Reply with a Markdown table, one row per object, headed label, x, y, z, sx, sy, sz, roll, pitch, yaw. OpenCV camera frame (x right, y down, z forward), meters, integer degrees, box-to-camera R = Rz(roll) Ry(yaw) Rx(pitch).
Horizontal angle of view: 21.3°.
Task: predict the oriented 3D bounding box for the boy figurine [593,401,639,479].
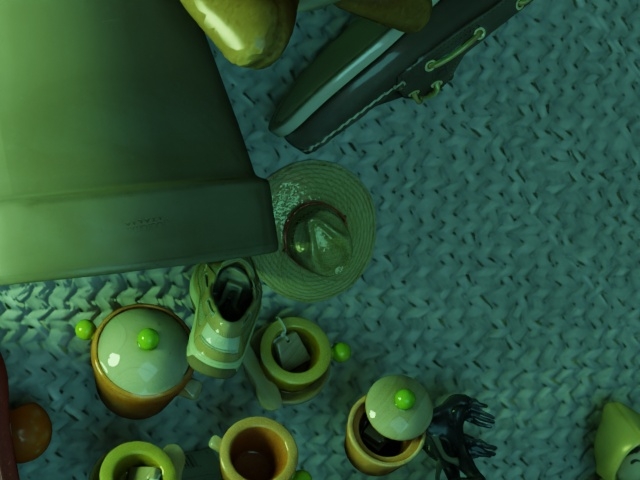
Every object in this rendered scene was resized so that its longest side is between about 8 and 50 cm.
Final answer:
| label | x | y | z | sx | sy | sz | roll | pitch | yaw |
| --- | --- | --- | --- | --- | --- | --- | --- | --- | --- |
| boy figurine | 0.345 | 0.300 | 1.793 | 0.177 | 0.092 | 0.285 | -12 | 113 | -11 |

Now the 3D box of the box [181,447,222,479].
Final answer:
| label | x | y | z | sx | sy | sz | roll | pitch | yaw |
| --- | --- | --- | --- | --- | --- | --- | --- | --- | --- |
| box | -0.138 | 0.263 | 1.624 | 0.101 | 0.102 | 0.087 | -7 | 110 | -16 |

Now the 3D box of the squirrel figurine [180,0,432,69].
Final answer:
| label | x | y | z | sx | sy | sz | roll | pitch | yaw |
| --- | --- | --- | --- | --- | --- | --- | --- | --- | --- |
| squirrel figurine | 0.013 | -0.391 | 1.325 | 0.281 | 0.397 | 0.370 | -12 | 147 | -51 |

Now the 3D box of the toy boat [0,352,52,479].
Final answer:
| label | x | y | z | sx | sy | sz | roll | pitch | yaw |
| --- | --- | --- | --- | --- | --- | --- | --- | --- | --- |
| toy boat | -0.308 | 0.185 | 1.543 | 0.151 | 0.151 | 0.231 | -22 | 110 | -48 |

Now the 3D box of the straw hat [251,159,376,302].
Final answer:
| label | x | y | z | sx | sy | sz | roll | pitch | yaw |
| --- | --- | --- | --- | --- | --- | --- | --- | --- | --- |
| straw hat | 0.000 | 0.000 | 1.609 | 0.144 | 0.061 | 0.144 | -5 | 108 | -15 |

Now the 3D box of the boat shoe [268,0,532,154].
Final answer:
| label | x | y | z | sx | sy | sz | roll | pitch | yaw |
| --- | --- | --- | --- | --- | --- | --- | --- | --- | --- |
| boat shoe | 0.094 | -0.185 | 1.555 | 0.324 | 0.116 | 0.097 | -44 | 111 | -7 |

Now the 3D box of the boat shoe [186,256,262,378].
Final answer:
| label | x | y | z | sx | sy | sz | roll | pitch | yaw |
| --- | --- | --- | --- | --- | --- | --- | --- | --- | --- |
| boat shoe | -0.078 | 0.045 | 1.525 | 0.068 | 0.190 | 0.072 | 14 | 119 | -11 |

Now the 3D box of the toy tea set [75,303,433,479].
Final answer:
| label | x | y | z | sx | sy | sz | roll | pitch | yaw |
| --- | --- | --- | --- | --- | --- | --- | --- | --- | --- |
| toy tea set | -0.062 | 0.145 | 1.555 | 0.336 | 0.124 | 0.200 | -7 | 66 | -16 |

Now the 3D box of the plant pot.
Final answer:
| label | x | y | z | sx | sy | sz | roll | pitch | yaw |
| --- | --- | --- | --- | --- | --- | --- | --- | --- | --- |
| plant pot | -0.207 | -0.110 | 1.401 | 0.323 | 0.323 | 0.280 | -7 | 92 | -15 |

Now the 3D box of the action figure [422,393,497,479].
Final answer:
| label | x | y | z | sx | sy | sz | roll | pitch | yaw |
| --- | --- | --- | --- | --- | --- | --- | --- | --- | --- |
| action figure | 0.130 | 0.287 | 1.616 | 0.141 | 0.276 | 0.164 | 8 | 142 | 4 |
